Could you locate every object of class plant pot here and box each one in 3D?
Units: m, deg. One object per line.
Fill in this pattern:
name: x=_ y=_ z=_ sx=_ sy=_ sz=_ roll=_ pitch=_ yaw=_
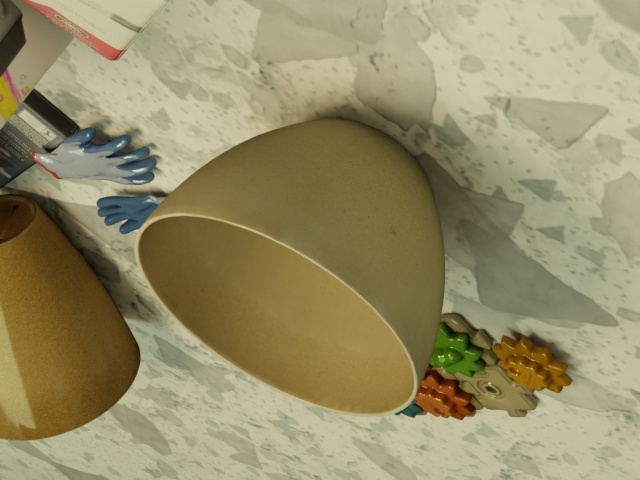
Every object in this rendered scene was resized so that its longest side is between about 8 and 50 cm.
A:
plant pot: x=-0.369 y=0.077 z=1.835 sx=0.237 sy=0.237 sz=0.254 roll=13 pitch=132 yaw=31
plant pot: x=0.000 y=0.000 z=1.340 sx=0.284 sy=0.191 sz=0.284 roll=23 pitch=151 yaw=14

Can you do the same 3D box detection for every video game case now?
video game case: x=-0.408 y=-0.149 z=1.685 sx=0.196 sy=0.026 sz=0.274 roll=41 pitch=152 yaw=-17

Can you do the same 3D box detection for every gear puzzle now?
gear puzzle: x=0.139 y=0.150 z=1.599 sx=0.339 sy=0.044 sz=0.175 roll=-7 pitch=134 yaw=50

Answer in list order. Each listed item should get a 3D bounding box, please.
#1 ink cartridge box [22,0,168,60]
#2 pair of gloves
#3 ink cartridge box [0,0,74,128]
ink cartridge box: x=-0.190 y=-0.255 z=1.107 sx=0.207 sy=0.117 sz=0.283 roll=35 pitch=169 yaw=-12
pair of gloves: x=-0.216 y=-0.059 z=1.626 sx=0.159 sy=0.023 sz=0.198 roll=-4 pitch=144 yaw=41
ink cartridge box: x=-0.348 y=-0.155 z=1.312 sx=0.131 sy=0.306 sz=0.226 roll=45 pitch=150 yaw=-24
